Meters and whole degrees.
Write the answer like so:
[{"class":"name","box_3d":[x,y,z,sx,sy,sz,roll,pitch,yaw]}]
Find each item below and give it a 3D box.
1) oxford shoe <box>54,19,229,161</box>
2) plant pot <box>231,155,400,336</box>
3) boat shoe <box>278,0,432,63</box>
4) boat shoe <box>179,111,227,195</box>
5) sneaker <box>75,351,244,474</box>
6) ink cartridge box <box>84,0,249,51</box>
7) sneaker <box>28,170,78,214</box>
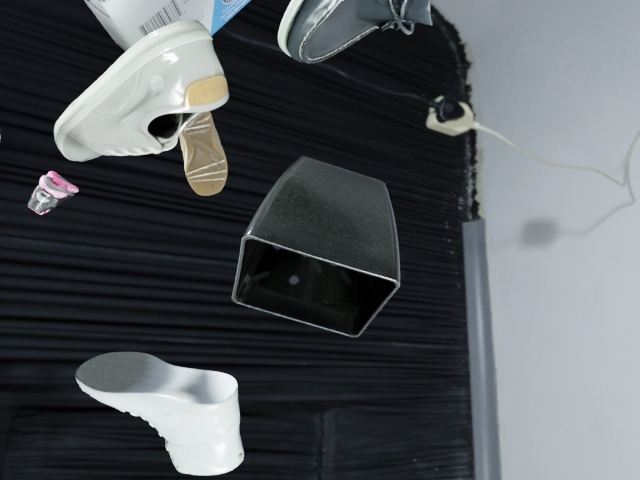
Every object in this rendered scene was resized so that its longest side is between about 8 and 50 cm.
[{"class":"oxford shoe","box_3d":[-0.301,-0.193,0.828,0.449,0.169,0.130,-15,108,45]},{"class":"plant pot","box_3d":[0.000,0.000,0.688,0.188,0.187,0.167,114,172,-58]},{"class":"boat shoe","box_3d":[0.108,-0.300,0.577,0.340,0.127,0.113,-36,78,7]},{"class":"boat shoe","box_3d":[-0.341,-0.280,1.471,0.341,0.121,0.110,93,162,-46]},{"class":"sneaker","box_3d":[-0.254,0.280,0.803,0.292,0.108,0.169,7,115,25]},{"class":"ink cartridge box","box_3d":[-0.303,-0.523,0.880,0.285,0.166,0.395,-45,-17,-8]},{"class":"sneaker","box_3d":[-0.391,-0.065,0.739,0.057,0.047,0.119,-55,15,0]}]
